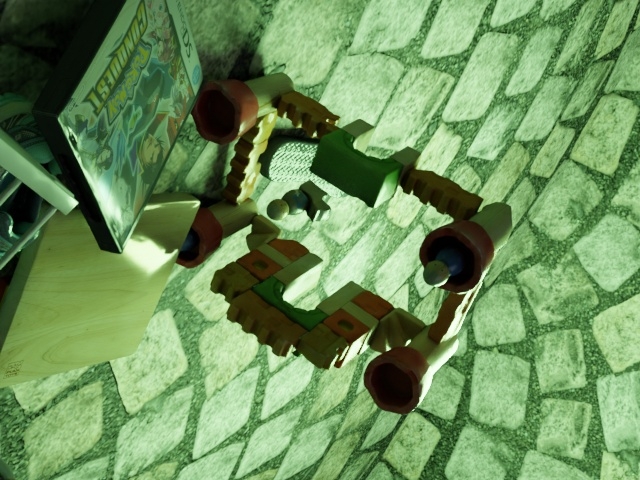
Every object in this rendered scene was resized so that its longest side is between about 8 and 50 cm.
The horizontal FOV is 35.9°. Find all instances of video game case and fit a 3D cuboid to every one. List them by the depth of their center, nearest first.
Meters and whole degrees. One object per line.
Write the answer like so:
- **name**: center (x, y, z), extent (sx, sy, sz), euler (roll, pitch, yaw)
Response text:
- **video game case**: center (-0.210, -0.164, 1.098), extent (0.248, 0.035, 0.275), euler (82, 24, -57)

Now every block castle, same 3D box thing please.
- **block castle**: center (0.000, 0.000, 1.327), extent (0.213, 0.453, 0.303), euler (-32, 150, -51)

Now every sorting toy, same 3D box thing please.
- **sorting toy**: center (-0.309, 0.041, 1.258), extent (0.257, 0.089, 0.256), euler (-8, 129, -56)

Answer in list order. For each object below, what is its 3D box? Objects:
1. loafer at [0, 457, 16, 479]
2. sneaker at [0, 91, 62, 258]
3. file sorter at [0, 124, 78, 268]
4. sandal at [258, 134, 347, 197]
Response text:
- **loafer**: center (-0.536, 0.415, 1.338), extent (0.302, 0.095, 0.109), euler (-50, 155, -8)
- **sneaker**: center (-0.370, -0.016, 1.042), extent (0.283, 0.122, 0.110), euler (-56, 154, 5)
- **file sorter**: center (-0.387, -0.081, 0.854), extent (0.173, 0.193, 0.278), euler (-47, 155, -6)
- **sandal**: center (-0.012, -0.132, 1.610), extent (0.254, 0.054, 0.097), euler (11, 106, -52)
